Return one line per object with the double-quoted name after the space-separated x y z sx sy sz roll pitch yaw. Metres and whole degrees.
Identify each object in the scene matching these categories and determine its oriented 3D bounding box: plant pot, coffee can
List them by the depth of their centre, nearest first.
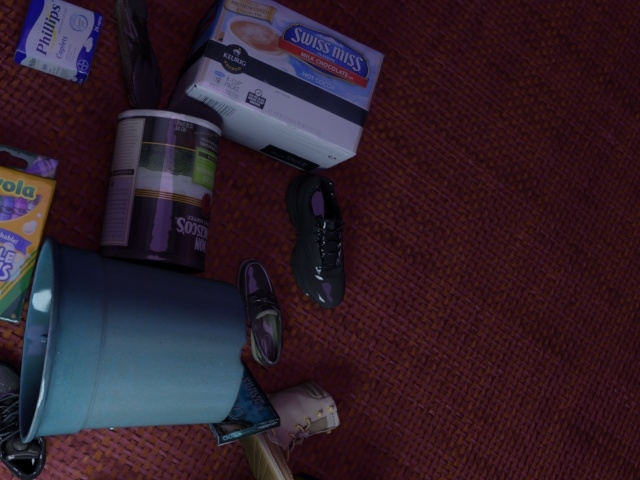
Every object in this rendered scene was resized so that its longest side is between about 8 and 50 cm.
-0.323 0.181 1.501 0.334 0.341 0.341 8 82 -25 "plant pot"
-0.303 -0.087 1.643 0.201 0.201 0.275 9 82 -21 "coffee can"

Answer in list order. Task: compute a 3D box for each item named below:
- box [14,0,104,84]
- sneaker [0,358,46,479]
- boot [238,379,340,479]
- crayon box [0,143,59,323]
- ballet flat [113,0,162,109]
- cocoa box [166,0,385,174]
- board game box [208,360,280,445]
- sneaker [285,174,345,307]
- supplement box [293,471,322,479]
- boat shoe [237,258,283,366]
-0.499 -0.386 1.661 0.137 0.072 0.126 16 79 -19 "box"
-0.542 0.320 1.549 0.087 0.130 0.227 -14 88 -24 "sneaker"
-0.048 0.383 1.697 0.203 0.262 0.095 -7 125 -25 "boot"
-0.610 -0.028 1.578 0.203 0.083 0.323 15 79 -20 "crayon box"
-0.370 -0.373 1.726 0.084 0.058 0.250 -15 98 -58 "ballet flat"
-0.090 -0.312 1.733 0.347 0.231 0.228 21 77 -19 "cocoa box"
-0.171 0.311 1.678 0.126 0.186 0.026 -14 123 -23 "board game box"
0.000 0.000 1.797 0.109 0.130 0.286 -13 91 -25 "sneaker"
-0.139 0.597 1.650 0.356 0.194 0.195 -12 90 -22 "supplement box"
-0.114 0.146 1.767 0.080 0.073 0.223 -9 89 -23 "boat shoe"
